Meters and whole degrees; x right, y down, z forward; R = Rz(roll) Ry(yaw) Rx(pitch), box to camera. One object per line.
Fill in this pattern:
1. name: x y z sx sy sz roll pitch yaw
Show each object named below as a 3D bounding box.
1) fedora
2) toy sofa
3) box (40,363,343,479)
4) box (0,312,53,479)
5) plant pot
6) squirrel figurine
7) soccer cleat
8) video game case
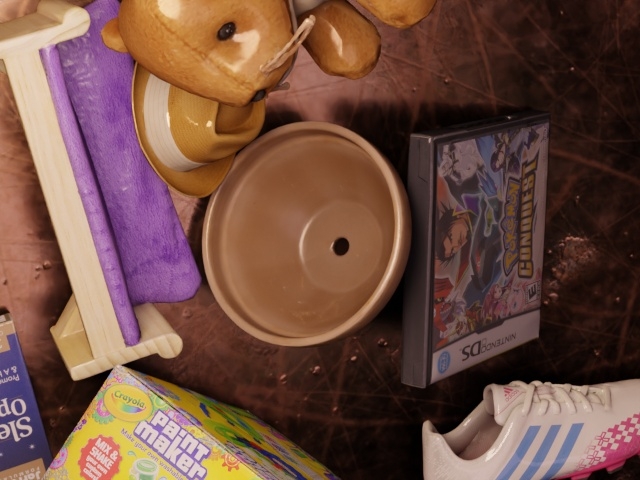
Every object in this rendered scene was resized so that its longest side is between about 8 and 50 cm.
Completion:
1. fedora: -0.111 -0.137 1.505 0.194 0.079 0.194 15 72 -56
2. toy sofa: -0.226 -0.060 1.492 0.177 0.150 0.362 -18 108 -14
3. box: -0.085 0.293 1.496 0.177 0.290 0.279 -57 150 0
4. box: -0.363 0.202 1.568 0.136 0.036 0.225 -17 109 -15
5. plant pot: 0.000 0.000 1.584 0.237 0.237 0.110 -64 152 3
6. squirrel figurine: -0.068 -0.321 1.405 0.370 0.281 0.397 -38 95 -23
7. soccer cleat: 0.272 0.217 1.759 0.331 0.116 0.143 -23 110 -13
8. video game case: 0.176 0.004 1.649 0.248 0.035 0.275 -15 111 -50
